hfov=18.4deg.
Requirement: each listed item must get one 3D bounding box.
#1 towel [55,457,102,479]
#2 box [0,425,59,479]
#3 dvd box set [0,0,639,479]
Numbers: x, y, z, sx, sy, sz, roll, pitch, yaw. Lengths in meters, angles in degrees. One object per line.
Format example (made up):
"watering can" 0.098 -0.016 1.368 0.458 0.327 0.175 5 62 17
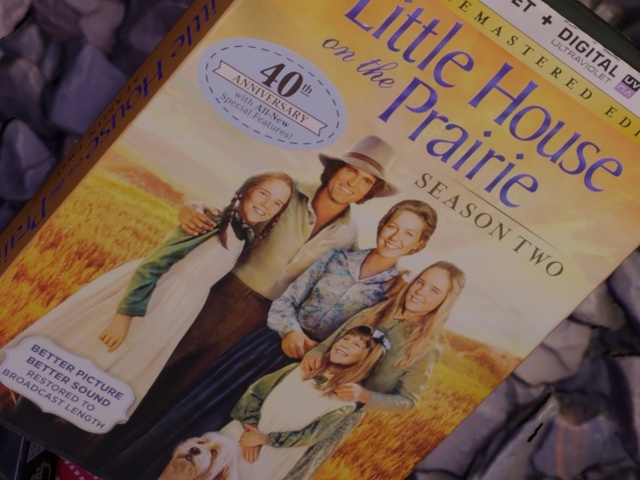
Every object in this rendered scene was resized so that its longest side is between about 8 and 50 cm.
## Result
"towel" -0.149 0.149 1.395 0.275 0.031 0.199 -38 99 20
"box" -0.353 0.192 1.382 0.318 0.097 0.395 17 107 11
"dvd box set" 0.000 0.000 1.200 0.307 0.062 0.420 33 113 -24
